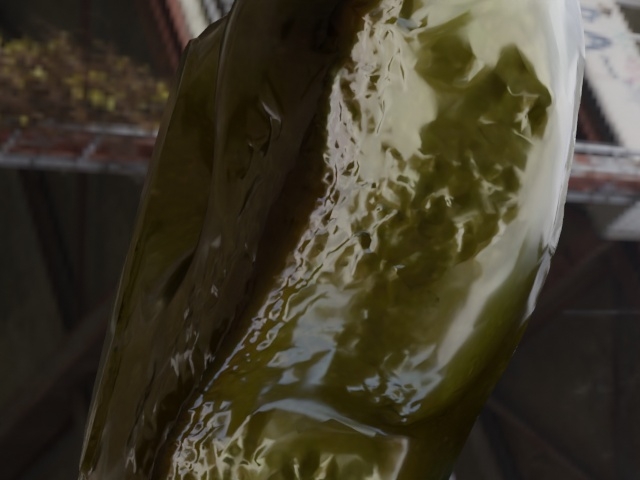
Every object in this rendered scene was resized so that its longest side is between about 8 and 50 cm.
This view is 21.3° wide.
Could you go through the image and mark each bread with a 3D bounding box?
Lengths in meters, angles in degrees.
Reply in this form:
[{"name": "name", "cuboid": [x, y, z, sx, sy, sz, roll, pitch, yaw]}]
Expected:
[{"name": "bread", "cuboid": [0.000, 0.000, 0.405, 0.161, 0.088, 0.233, -116, -136, -69]}]
